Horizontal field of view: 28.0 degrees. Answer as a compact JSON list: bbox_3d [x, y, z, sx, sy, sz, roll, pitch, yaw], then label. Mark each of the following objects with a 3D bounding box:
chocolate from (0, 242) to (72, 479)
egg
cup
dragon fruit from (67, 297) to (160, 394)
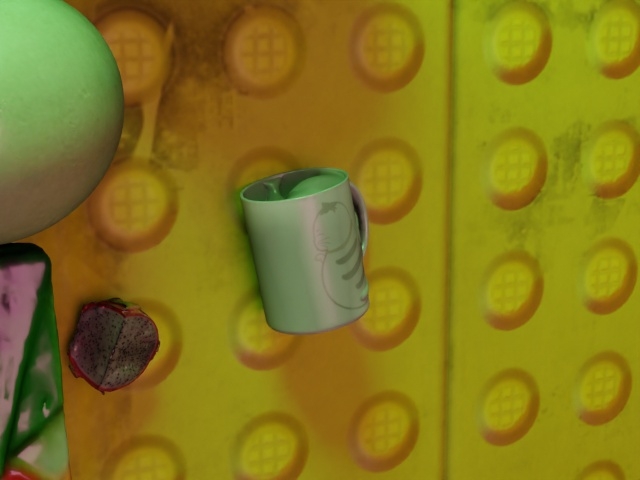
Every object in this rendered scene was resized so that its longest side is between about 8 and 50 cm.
[{"bbox_3d":[-0.378,0.182,0.966,0.360,0.161,0.341,-10,106,-25],"label":"chocolate"},{"bbox_3d":[-0.243,-0.094,0.947,0.186,0.253,0.186,5,112,13],"label":"egg"},{"bbox_3d":[0.003,0.002,1.167,0.136,0.099,0.133,-18,108,-23],"label":"cup"},{"bbox_3d":[-0.177,0.086,1.115,0.060,0.056,0.083,3,107,-52],"label":"dragon fruit"}]
